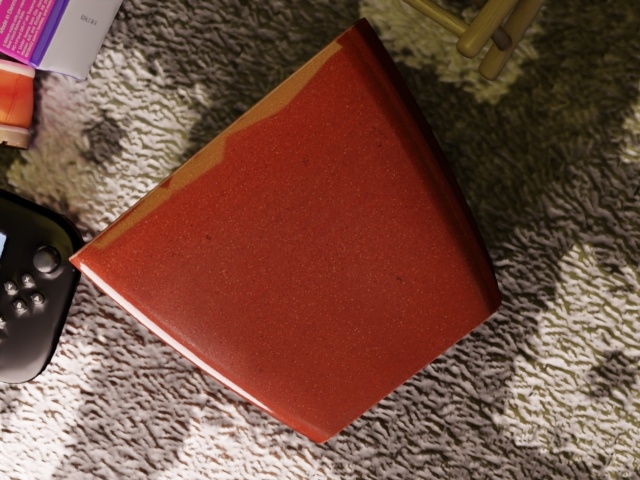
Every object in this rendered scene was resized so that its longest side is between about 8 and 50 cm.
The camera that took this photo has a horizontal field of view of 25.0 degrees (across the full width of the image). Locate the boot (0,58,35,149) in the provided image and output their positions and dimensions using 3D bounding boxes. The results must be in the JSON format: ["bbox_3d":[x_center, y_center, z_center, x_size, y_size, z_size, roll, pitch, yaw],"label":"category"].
[{"bbox_3d":[-0.335,-0.136,1.310,0.158,0.059,0.085,9,89,3],"label":"boot"}]

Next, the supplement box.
[{"bbox_3d":[-0.298,-0.239,1.271,0.220,0.111,0.114,28,96,11],"label":"supplement box"}]

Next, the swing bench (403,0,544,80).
[{"bbox_3d":[0.101,-0.309,1.164,0.253,0.165,0.255,35,97,11],"label":"swing bench"}]

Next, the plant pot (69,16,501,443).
[{"bbox_3d":[0.000,0.000,1.152,0.267,0.267,0.236,-38,96,9],"label":"plant pot"}]

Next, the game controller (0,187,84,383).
[{"bbox_3d":[-0.369,0.007,1.310,0.319,0.067,0.166,22,94,11],"label":"game controller"}]
